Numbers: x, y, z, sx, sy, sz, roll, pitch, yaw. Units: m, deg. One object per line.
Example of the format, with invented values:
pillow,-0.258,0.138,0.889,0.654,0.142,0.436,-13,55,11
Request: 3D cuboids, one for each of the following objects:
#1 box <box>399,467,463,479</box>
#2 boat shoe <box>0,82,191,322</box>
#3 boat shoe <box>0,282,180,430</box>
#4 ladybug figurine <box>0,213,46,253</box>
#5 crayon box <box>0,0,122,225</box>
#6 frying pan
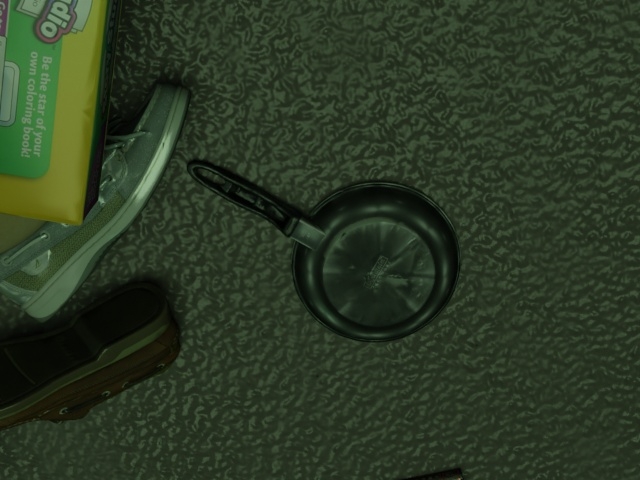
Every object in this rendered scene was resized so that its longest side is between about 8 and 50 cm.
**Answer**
box,0.113,0.335,1.904,0.137,0.027,0.094,-12,107,4
boat shoe,-0.256,-0.051,1.728,0.103,0.118,0.320,34,112,-16
boat shoe,-0.298,0.163,1.770,0.307,0.111,0.104,-22,134,-10
ladybug figurine,-0.364,-0.204,1.645,0.305,0.162,0.449,11,107,-1
crayon box,-0.352,-0.221,1.501,0.313,0.106,0.363,9,107,-2
frying pan,0.025,-0.016,1.779,0.197,0.053,0.326,-37,108,10
